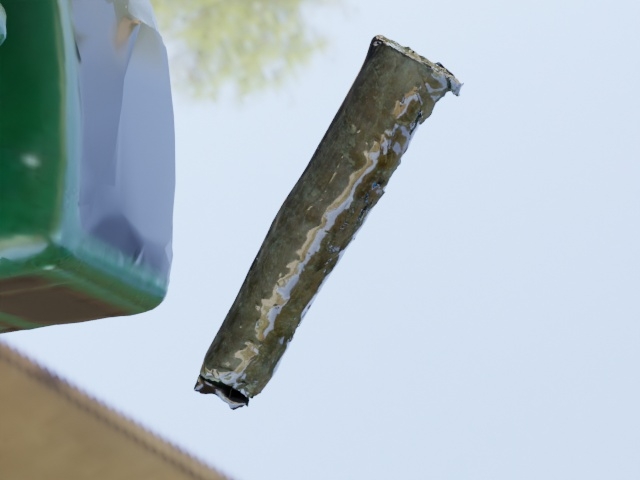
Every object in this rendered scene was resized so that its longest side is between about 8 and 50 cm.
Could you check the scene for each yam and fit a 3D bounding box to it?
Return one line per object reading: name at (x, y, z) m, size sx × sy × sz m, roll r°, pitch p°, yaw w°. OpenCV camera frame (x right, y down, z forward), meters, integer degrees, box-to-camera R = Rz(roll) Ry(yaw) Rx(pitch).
yam at (0.000, 0.000, 0.613) m, size 0.129 × 0.033 × 0.027 m, roll -62°, pitch 171°, yaw 13°

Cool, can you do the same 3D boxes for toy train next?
toy train at (-0.103, -0.023, 0.317) m, size 0.136 × 0.091 × 0.228 m, roll -8°, pitch 168°, yaw 10°
